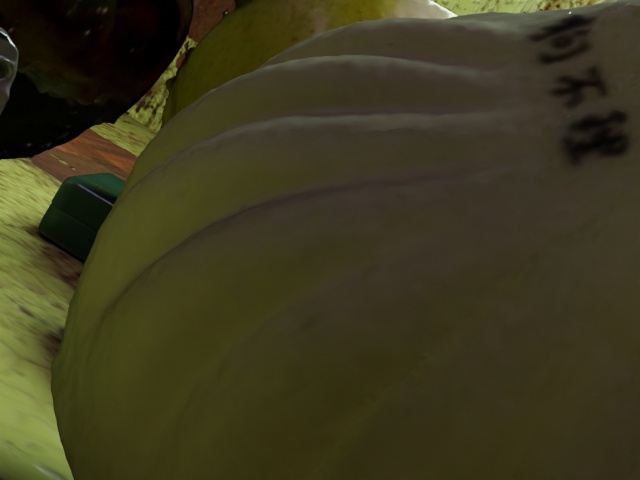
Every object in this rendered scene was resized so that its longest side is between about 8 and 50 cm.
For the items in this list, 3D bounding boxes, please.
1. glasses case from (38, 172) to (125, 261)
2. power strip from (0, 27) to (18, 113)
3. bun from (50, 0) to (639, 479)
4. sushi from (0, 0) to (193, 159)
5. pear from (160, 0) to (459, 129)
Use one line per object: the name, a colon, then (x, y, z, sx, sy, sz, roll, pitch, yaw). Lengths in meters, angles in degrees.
glasses case: (-0.128, -0.008, 0.990, 0.077, 0.039, 0.184, 31, 3, -2)
power strip: (-0.233, -0.084, 0.510, 0.279, 0.109, 0.037, 30, 2, -31)
bun: (0.067, 0.013, 0.445, 0.263, 0.175, 0.263, 19, 34, -13)
sushi: (-0.173, -0.139, 0.685, 0.212, 0.215, 0.227, -5, -36, 26)
pear: (-0.001, -0.002, 0.883, 0.267, 0.267, 0.178, 31, 41, -7)
